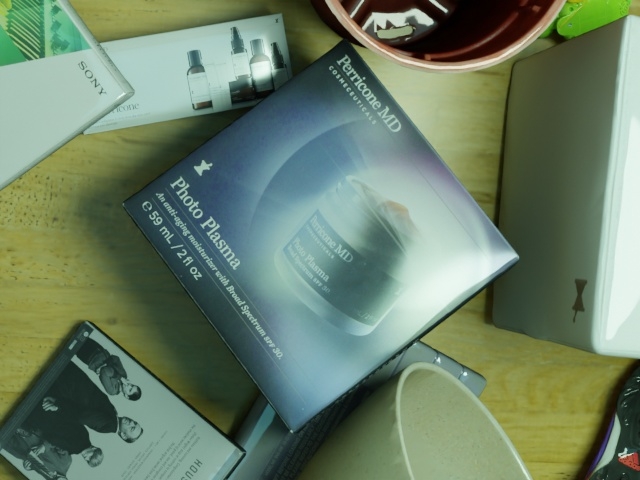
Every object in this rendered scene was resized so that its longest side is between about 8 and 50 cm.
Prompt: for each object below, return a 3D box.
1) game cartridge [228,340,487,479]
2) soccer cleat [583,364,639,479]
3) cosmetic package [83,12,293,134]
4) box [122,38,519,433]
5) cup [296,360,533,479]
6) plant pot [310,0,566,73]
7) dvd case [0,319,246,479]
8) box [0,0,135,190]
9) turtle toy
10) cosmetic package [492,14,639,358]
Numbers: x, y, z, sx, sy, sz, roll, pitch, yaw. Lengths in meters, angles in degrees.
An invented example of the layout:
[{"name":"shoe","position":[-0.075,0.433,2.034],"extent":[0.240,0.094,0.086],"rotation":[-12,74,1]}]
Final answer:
[{"name":"game cartridge","position":[0.011,0.260,1.386],"extent":[0.230,0.068,0.355],"rotation":[30,90,-8]},{"name":"soccer cleat","position":[0.389,0.262,1.440],"extent":[0.108,0.116,0.318],"rotation":[27,73,16]},{"name":"cosmetic package","position":[-0.153,-0.185,1.308],"extent":[0.239,0.060,0.099],"rotation":[-11,97,-8]},{"name":"box","position":[0.000,0.000,1.258],"extent":[0.294,0.183,0.296],"rotation":[-37,83,-5]},{"name":"cup","position":[0.083,0.327,1.245],"extent":[0.237,0.331,0.331],"rotation":[-32,101,22]},{"name":"plant pot","position":[0.097,-0.305,1.234],"extent":[0.272,0.265,0.272],"rotation":[-1,95,-10]},{"name":"dvd case","position":[-0.226,0.230,1.306],"extent":[0.238,0.029,0.179],"rotation":[38,88,14]},{"name":"box","position":[-0.392,-0.157,1.239],"extent":[0.322,0.058,0.232],"rotation":[-35,97,5]},{"name":"turtle toy","position":[0.300,-0.266,1.373],"extent":[0.130,0.066,0.095],"rotation":[-15,122,-6]},{"name":"cosmetic package","position":[0.430,-0.034,1.276],"extent":[0.393,0.329,0.327],"rotation":[6,90,-10]}]
